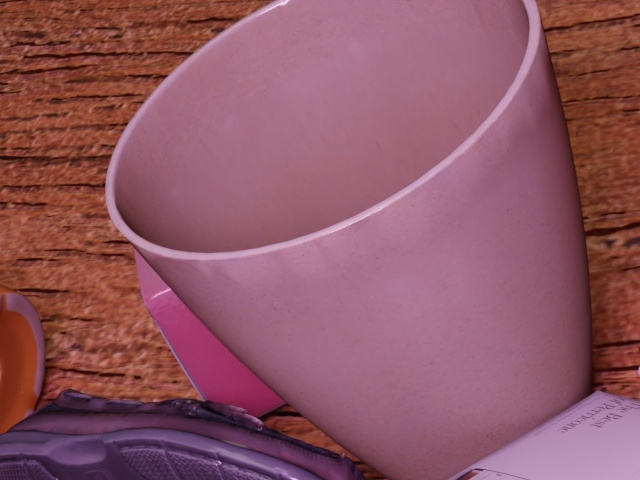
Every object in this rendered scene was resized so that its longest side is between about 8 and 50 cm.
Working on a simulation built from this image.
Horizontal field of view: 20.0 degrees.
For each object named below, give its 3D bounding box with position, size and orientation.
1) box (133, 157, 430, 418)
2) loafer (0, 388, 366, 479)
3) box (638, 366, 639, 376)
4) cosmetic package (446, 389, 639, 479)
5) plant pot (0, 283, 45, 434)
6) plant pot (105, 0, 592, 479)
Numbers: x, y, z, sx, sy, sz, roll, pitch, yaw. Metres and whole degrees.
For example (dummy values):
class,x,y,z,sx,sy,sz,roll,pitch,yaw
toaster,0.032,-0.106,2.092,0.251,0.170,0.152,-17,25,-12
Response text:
class,x,y,z,sx,sy,sz,roll,pitch,yaw
box,0.000,0.000,1.237,0.232,0.127,0.148,-28,29,3
loafer,-0.091,0.134,1.169,0.302,0.109,0.095,-1,40,38
box,0.297,0.090,1.009,0.136,0.036,0.225,-37,37,-12
cosmetic package,0.116,0.152,0.954,0.099,0.060,0.239,14,27,41
plant pot,-0.311,0.085,1.318,0.188,0.205,0.205,8,48,20
plant pot,0.052,0.020,1.056,0.256,0.274,0.256,-19,35,14
